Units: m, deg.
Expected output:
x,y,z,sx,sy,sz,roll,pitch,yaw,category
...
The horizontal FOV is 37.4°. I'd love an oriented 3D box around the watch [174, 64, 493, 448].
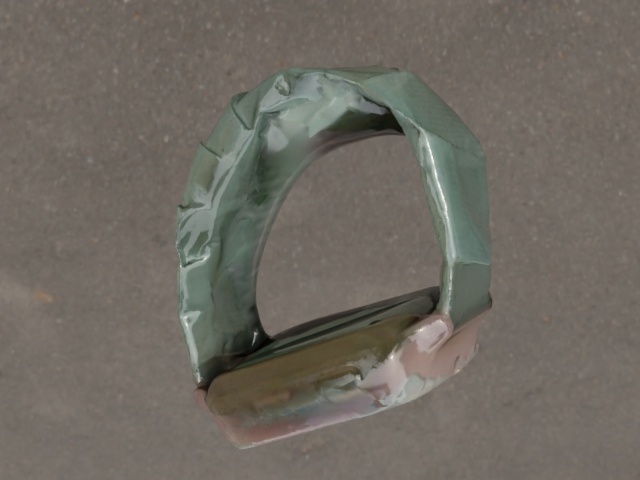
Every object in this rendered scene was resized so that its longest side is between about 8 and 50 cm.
x,y,z,sx,sy,sz,roll,pitch,yaw,category
0.000,0.000,0.679,0.253,0.161,0.241,-21,89,27,watch
